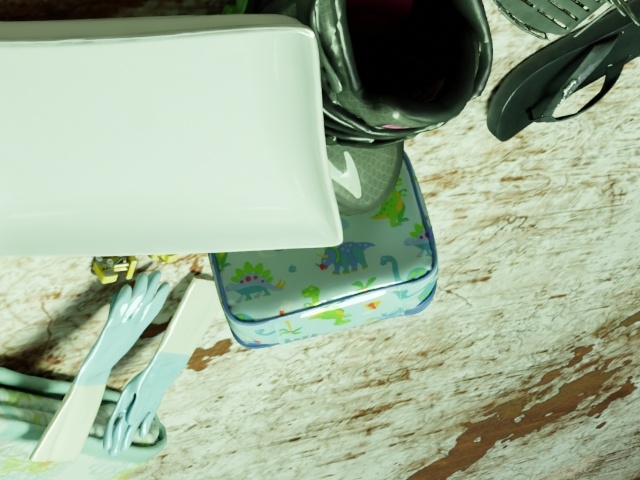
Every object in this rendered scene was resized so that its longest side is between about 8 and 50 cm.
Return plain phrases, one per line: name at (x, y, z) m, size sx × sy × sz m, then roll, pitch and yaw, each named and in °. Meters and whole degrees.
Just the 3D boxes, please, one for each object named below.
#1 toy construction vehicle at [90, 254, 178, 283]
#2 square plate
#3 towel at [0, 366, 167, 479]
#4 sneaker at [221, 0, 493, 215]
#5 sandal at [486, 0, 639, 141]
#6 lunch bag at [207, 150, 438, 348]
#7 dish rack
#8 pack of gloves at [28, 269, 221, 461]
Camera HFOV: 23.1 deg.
toy construction vehicle at (-0.170, 0.009, 1.552) m, size 0.098 × 0.035 × 0.086 m, roll -12°, pitch 150°, yaw -31°
square plate at (-0.163, -0.082, 1.250) m, size 0.344 × 0.049 × 0.347 m, roll -2°, pitch 154°, yaw 4°
towel at (-0.387, 0.266, 1.754) m, size 0.320 × 0.090 × 0.374 m, roll -33°, pitch 154°, yaw 15°
sneaker at (0.026, -0.139, 1.272) m, size 0.185 × 0.202 × 0.483 m, roll -27°, pitch 155°, yaw -14°
sandal at (0.283, -0.181, 1.634) m, size 0.254 × 0.054 × 0.097 m, roll -34°, pitch 154°, yaw 11°
lunch bag at (0.000, 0.000, 1.527) m, size 0.219 × 0.176 × 0.090 m, roll -15°, pitch 156°, yaw -2°
dish rack at (0.294, -0.274, 1.453) m, size 0.271 × 0.074 × 0.208 m, roll -39°, pitch 152°, yaw 21°
pack of gloves at (-0.209, 0.127, 1.671) m, size 0.232 × 0.046 × 0.195 m, roll -60°, pitch 155°, yaw 8°
